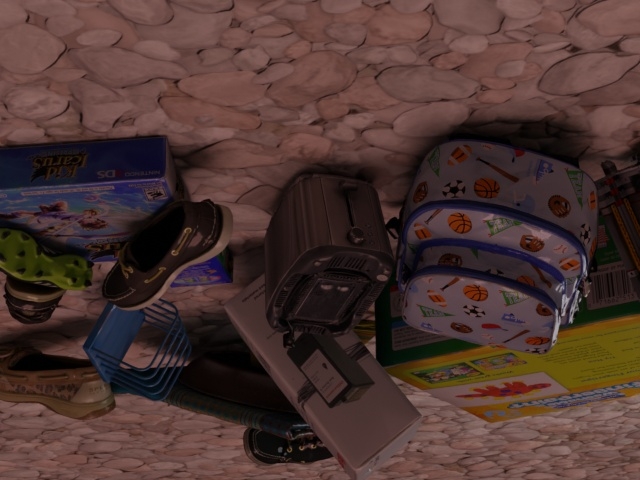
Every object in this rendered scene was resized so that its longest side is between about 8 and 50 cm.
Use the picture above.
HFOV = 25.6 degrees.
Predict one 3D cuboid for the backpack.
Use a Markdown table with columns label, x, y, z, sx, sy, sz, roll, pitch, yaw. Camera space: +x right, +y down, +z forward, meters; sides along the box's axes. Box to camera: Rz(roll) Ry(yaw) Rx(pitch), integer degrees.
| label | x | y | z | sx | sy | sz | roll | pitch | yaw |
| --- | --- | --- | --- | --- | --- | --- | --- | --- | --- |
| backpack | 0.206 | 0.001 | 1.678 | 0.276 | 0.213 | 0.263 | 8 | 145 | 6 |

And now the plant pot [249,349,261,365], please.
| label | x | y | z | sx | sy | sz | roll | pitch | yaw |
| --- | --- | --- | --- | --- | --- | --- | --- | --- | --- |
| plant pot | -0.072 | 0.138 | 2.162 | 0.081 | 0.081 | 0.083 | -4 | 153 | 4 |

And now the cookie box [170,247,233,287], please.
| label | x | y | z | sx | sy | sz | roll | pitch | yaw |
| --- | --- | --- | --- | --- | --- | --- | --- | --- | --- |
| cookie box | -0.174 | 0.026 | 1.923 | 0.091 | 0.040 | 0.107 | -5 | 158 | 8 |

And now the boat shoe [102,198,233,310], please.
| label | x | y | z | sx | sy | sz | roll | pitch | yaw |
| --- | --- | --- | --- | --- | --- | --- | --- | --- | --- |
| boat shoe | -0.200 | 0.014 | 1.691 | 0.068 | 0.081 | 0.227 | 18 | 141 | -39 |

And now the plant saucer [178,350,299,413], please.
| label | x | y | z | sx | sy | sz | roll | pitch | yaw |
| --- | --- | --- | --- | --- | --- | --- | --- | --- | --- |
| plant saucer | -0.071 | 0.223 | 2.252 | 0.310 | 0.050 | 0.310 | 11 | -178 | 0 |

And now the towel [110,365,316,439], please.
| label | x | y | z | sx | sy | sz | roll | pitch | yaw |
| --- | --- | --- | --- | --- | --- | --- | --- | --- | --- |
| towel | -0.128 | 0.256 | 2.235 | 0.370 | 0.040 | 0.271 | 12 | -176 | 33 |

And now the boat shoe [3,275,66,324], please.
| label | x | y | z | sx | sy | sz | roll | pitch | yaw |
| --- | --- | --- | --- | --- | --- | --- | --- | --- | --- |
| boat shoe | -0.377 | 0.076 | 1.862 | 0.080 | 0.073 | 0.223 | 14 | -175 | -9 |

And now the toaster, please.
| label | x | y | z | sx | sy | sz | roll | pitch | yaw |
| --- | --- | --- | --- | --- | --- | --- | --- | --- | --- |
| toaster | 0.002 | 0.020 | 1.753 | 0.129 | 0.147 | 0.227 | 7 | 144 | -18 |

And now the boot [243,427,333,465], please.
| label | x | y | z | sx | sy | sz | roll | pitch | yaw |
| --- | --- | --- | --- | --- | --- | --- | --- | --- | --- |
| boot | -0.021 | 0.385 | 2.766 | 0.178 | 0.085 | 0.236 | -20 | 158 | 33 |

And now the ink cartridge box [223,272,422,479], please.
| label | x | y | z | sx | sy | sz | roll | pitch | yaw |
| --- | --- | --- | --- | --- | --- | --- | --- | --- | --- |
| ink cartridge box | 0.006 | 0.184 | 1.958 | 0.121 | 0.289 | 0.211 | -38 | 168 | -8 |

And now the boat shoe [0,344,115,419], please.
| label | x | y | z | sx | sy | sz | roll | pitch | yaw |
| --- | --- | --- | --- | --- | --- | --- | --- | --- | --- |
| boat shoe | -0.441 | 0.206 | 2.239 | 0.285 | 0.089 | 0.104 | 10 | -156 | 30 |

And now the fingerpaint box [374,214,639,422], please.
| label | x | y | z | sx | sy | sz | roll | pitch | yaw |
| --- | --- | --- | --- | --- | --- | --- | --- | --- | --- |
| fingerpaint box | 0.358 | 0.117 | 2.038 | 0.444 | 0.163 | 0.371 | -15 | 154 | 30 |

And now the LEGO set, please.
| label | x | y | z | sx | sy | sz | roll | pitch | yaw |
| --- | --- | --- | --- | --- | --- | --- | --- | --- | --- |
| LEGO set | 0.483 | -0.065 | 1.655 | 0.255 | 0.192 | 0.331 | -25 | -178 | -24 |

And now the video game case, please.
| label | x | y | z | sx | sy | sz | roll | pitch | yaw |
| --- | --- | --- | --- | --- | --- | --- | --- | --- | --- |
| video game case | -0.299 | -0.040 | 1.724 | 0.269 | 0.061 | 0.244 | -4 | 159 | 3 |

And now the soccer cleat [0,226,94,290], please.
| label | x | y | z | sx | sy | sz | roll | pitch | yaw |
| --- | --- | --- | --- | --- | --- | --- | --- | --- | --- |
| soccer cleat | -0.356 | 0.027 | 1.730 | 0.072 | 0.060 | 0.179 | -2 | 163 | 36 |

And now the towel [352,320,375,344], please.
| label | x | y | z | sx | sy | sz | roll | pitch | yaw |
| --- | --- | --- | --- | --- | --- | --- | --- | --- | --- |
| towel | 0.021 | 0.178 | 2.342 | 0.102 | 0.021 | 0.237 | 6 | 157 | -17 |

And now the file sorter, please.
| label | x | y | z | sx | sy | sz | roll | pitch | yaw |
| --- | --- | --- | --- | --- | --- | --- | --- | --- | --- |
| file sorter | -0.263 | 0.153 | 2.079 | 0.104 | 0.118 | 0.170 | 24 | 161 | 11 |
